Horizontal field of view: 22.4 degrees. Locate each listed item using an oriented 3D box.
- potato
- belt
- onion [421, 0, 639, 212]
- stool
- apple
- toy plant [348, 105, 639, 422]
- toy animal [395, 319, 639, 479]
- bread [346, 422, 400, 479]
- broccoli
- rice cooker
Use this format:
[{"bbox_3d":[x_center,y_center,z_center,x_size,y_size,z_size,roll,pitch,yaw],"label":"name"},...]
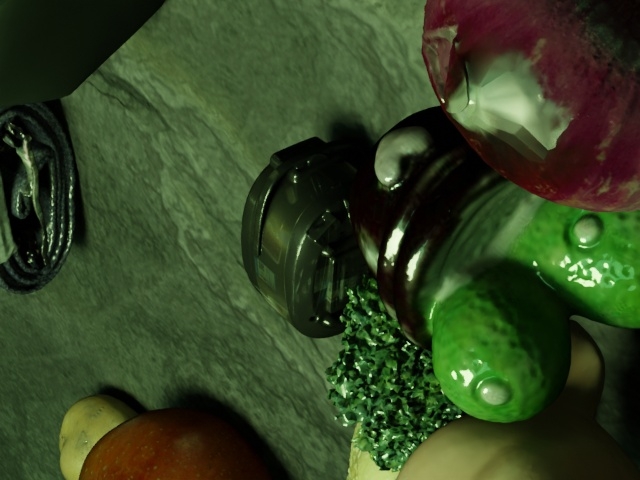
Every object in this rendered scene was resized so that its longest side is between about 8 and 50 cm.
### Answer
[{"bbox_3d":[-0.243,0.236,1.829,0.147,0.112,0.112,14,130,53],"label":"potato"},{"bbox_3d":[-0.321,-0.055,1.631,0.126,0.140,0.230,28,136,36],"label":"belt"},{"bbox_3d":[0.156,-0.111,0.968,0.201,0.200,0.207,-7,120,53],"label":"onion"},{"bbox_3d":[-0.232,-0.225,1.304,0.141,0.232,0.232,45,145,13],"label":"stool"},{"bbox_3d":[-0.136,0.281,1.683,0.210,0.173,0.235,1,129,45],"label":"apple"},{"bbox_3d":[0.139,0.007,1.087,0.235,0.218,0.175,44,175,36],"label":"toy plant"},{"bbox_3d":[0.201,0.227,1.120,0.269,0.326,0.237,59,135,47],"label":"toy animal"},{"bbox_3d":[0.044,0.292,1.401,0.054,0.316,0.316,5,136,-3],"label":"bread"},{"bbox_3d":[0.094,0.095,1.282,0.220,0.194,0.194,35,149,-13],"label":"broccoli"},{"bbox_3d":[0.000,0.000,1.306,0.106,0.112,0.165,46,148,34],"label":"rice cooker"}]
